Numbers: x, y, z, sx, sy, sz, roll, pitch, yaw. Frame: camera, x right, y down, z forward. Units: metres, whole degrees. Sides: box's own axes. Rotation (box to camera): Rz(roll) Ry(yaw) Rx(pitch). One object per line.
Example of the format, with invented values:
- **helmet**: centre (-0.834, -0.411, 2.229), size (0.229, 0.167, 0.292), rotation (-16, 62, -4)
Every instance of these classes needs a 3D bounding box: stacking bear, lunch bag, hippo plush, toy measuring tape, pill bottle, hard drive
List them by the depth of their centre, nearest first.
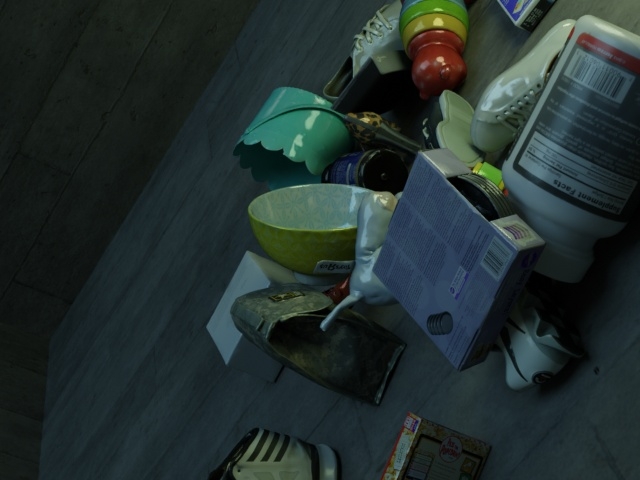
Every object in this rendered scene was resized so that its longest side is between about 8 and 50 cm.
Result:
- **pill bottle**: centre (0.402, -0.134, 1.559), size (0.363, 0.210, 0.210), rotation (-65, 23, 19)
- **toy measuring tape**: centre (0.268, -0.066, 1.801), size (0.121, 0.121, 0.330), rotation (-54, -4, 22)
- **hippo plush**: centre (0.171, 0.030, 1.830), size (0.236, 0.294, 0.234), rotation (7, 106, 54)
- **lunch bag**: centre (-0.021, 0.184, 2.034), size (0.169, 0.287, 0.235), rotation (-66, 24, -1)
- **stacking bear**: centre (0.251, -0.435, 2.230), size (0.175, 0.164, 0.289), rotation (-39, 40, 45)
- **pill bottle**: centre (0.091, -0.137, 2.300), size (0.219, 0.123, 0.122), rotation (1, 68, 63)
- **hard drive**: centre (0.137, -0.348, 2.320), size (0.172, 0.054, 0.255), rotation (-50, -14, 27)

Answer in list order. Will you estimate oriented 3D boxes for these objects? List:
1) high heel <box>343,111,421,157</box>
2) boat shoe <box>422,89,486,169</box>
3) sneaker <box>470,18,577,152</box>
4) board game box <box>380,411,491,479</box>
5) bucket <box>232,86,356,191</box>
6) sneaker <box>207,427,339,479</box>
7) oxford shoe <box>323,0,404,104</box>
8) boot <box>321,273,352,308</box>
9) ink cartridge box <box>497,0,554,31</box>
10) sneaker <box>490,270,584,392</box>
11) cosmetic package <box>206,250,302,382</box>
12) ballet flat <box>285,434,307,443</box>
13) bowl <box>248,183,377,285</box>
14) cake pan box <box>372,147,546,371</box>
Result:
- **high heel**: centre (0.094, -0.250, 2.318), size (0.261, 0.186, 0.093), rotation (21, 88, 65)
- **boat shoe**: centre (0.256, -0.192, 2.031), size (0.091, 0.114, 0.302), rotation (-55, 8, 29)
- **sneaker**: centre (0.379, -0.261, 1.859), size (0.290, 0.106, 0.123), rotation (-52, 25, 24)
- **board game box**: centre (0.169, 0.387, 1.636), size (0.045, 0.147, 0.193), rotation (16, 81, 65)
- **bucket**: centre (-0.052, -0.228, 2.502), size (0.281, 0.281, 0.183), rotation (-8, 53, 62)
- **sneaker**: centre (-0.108, 0.551, 1.903), size (0.169, 0.257, 0.447), rotation (-43, 33, 39)
- **oxford shoe**: centre (0.154, -0.479, 2.485), size (0.449, 0.130, 0.169), rotation (-55, 25, 19)
- **boot**: centre (0.026, 0.124, 2.240), size (0.158, 0.085, 0.059), rotation (-64, 23, -1)
- **ink cartridge box**: centre (0.438, -0.547, 2.077), size (0.206, 0.045, 0.208), rotation (-53, 28, 25)
- **sneaker**: centre (0.301, 0.099, 1.666), size (0.146, 0.122, 0.330), rotation (-48, 29, 29)
- **cosmetic package**: centre (-0.144, 0.178, 2.460), size (0.224, 0.138, 0.224), rotation (-61, 26, 9)
- **ballet flat**: centre (-0.058, 0.433, 2.175), size (0.114, 0.041, 0.041), rotation (5, 72, 64)
- **bowl**: centre (0.000, 0.000, 2.108), size (0.289, 0.289, 0.156), rotation (-129, 35, -63)
- **cake pan box**: centre (0.204, 0.024, 1.595), size (0.246, 0.070, 0.267), rotation (47, 135, 34)
